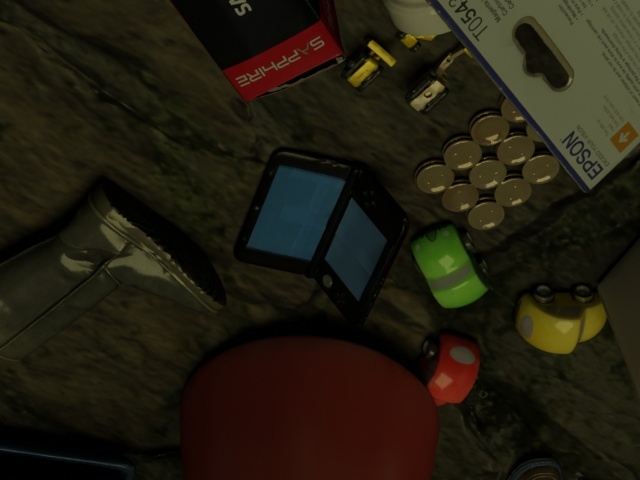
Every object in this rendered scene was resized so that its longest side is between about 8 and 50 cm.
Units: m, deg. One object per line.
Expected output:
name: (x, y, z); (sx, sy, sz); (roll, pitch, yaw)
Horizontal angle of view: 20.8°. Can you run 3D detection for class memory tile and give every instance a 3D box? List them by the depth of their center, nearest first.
memory tile: (0.170, -0.077, 1.646); (0.113, 0.012, 0.148); (32, 121, -32)

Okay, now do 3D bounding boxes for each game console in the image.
game console: (0.000, 0.000, 1.641); (0.085, 0.124, 0.144); (-12, 140, -37)

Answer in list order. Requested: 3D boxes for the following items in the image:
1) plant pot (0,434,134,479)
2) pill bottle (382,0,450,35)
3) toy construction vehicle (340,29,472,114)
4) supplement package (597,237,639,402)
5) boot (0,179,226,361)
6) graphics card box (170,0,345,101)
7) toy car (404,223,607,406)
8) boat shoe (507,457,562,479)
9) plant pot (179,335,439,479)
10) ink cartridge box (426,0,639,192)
plant pot: (-0.313, 0.337, 1.804); (0.236, 0.212, 0.236); (10, 130, -19)
pill bottle: (0.067, -0.267, 1.381); (0.117, 0.118, 0.208); (-19, 132, 7)
toy construction vehicle: (0.079, -0.160, 1.544); (0.086, 0.035, 0.098); (36, 116, -22)
supplement package: (0.436, 0.029, 1.679); (0.177, 0.175, 0.293); (19, 126, -27)
boot: (-0.221, 0.056, 1.656); (0.208, 0.076, 0.189); (-41, 112, 17)
graphics card box: (-0.115, -0.302, 1.239); (0.094, 0.233, 0.371); (-24, 133, 13)
toy car: (0.156, 0.073, 1.753); (0.239, 0.053, 0.225); (-26, 132, 13)
boat shoe: (0.244, 0.324, 1.989); (0.066, 0.066, 0.183); (-2, 133, -9)
plant pot: (-0.019, 0.271, 1.746); (0.274, 0.243, 0.275); (3, 136, 3)
ink cartridge box: (0.251, -0.244, 1.392); (0.330, 0.071, 0.324); (-42, 134, 5)
